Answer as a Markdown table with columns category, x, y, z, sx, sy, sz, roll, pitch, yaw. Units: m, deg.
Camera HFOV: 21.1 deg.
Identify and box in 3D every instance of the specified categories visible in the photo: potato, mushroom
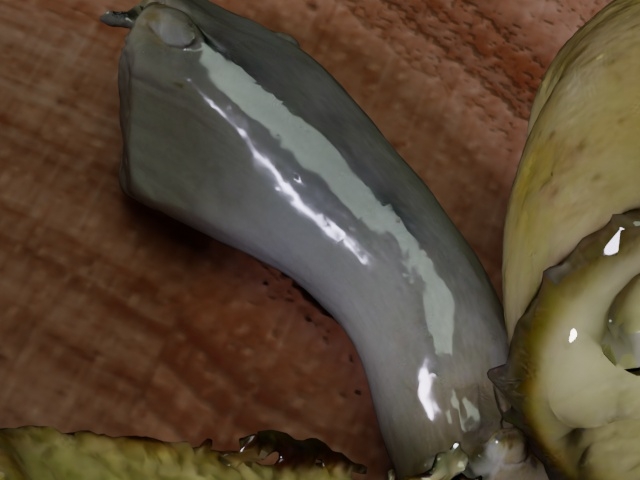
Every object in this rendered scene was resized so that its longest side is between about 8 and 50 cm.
| category | x | y | z | sx | sy | sz | roll | pitch | yaw |
| --- | --- | --- | --- | --- | --- | --- | --- | --- | --- |
| potato | 0.196 | -0.007 | 0.689 | 0.285 | 0.242 | 0.242 | 0 | 57 | -5 |
| mushroom | 0.001 | -0.002 | 0.718 | 0.096 | 0.099 | 0.278 | -35 | 72 | -22 |

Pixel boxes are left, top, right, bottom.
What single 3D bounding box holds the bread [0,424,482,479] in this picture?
| category | x | y | z | sx | sy | sz | roll | pitch | yaw |
| --- | --- | --- | --- | --- | --- | --- | --- | --- | --- |
| bread | -0.021 | 0.163 | 0.561 | 0.261 | 0.147 | 0.160 | 10 | 38 | -46 |
